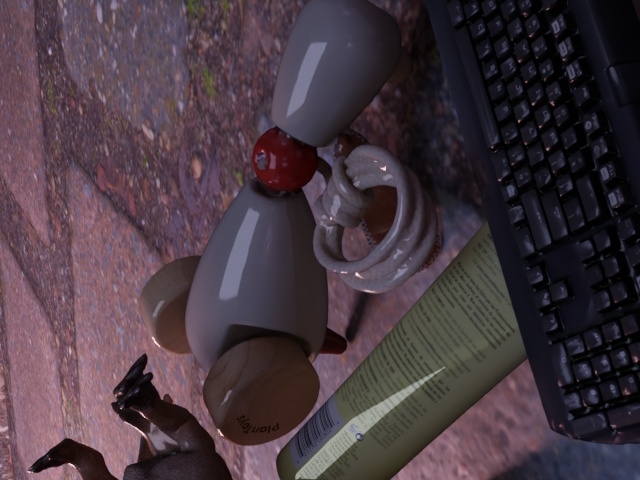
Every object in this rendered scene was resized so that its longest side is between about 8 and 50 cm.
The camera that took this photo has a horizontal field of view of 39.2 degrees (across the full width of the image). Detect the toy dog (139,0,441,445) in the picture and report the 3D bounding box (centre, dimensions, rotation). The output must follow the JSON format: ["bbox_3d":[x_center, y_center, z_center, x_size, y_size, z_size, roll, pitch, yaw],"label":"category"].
[{"bbox_3d":[0.000,0.000,0.663,0.334,0.161,0.220,-47,54,38],"label":"toy dog"}]

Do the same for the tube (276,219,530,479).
[{"bbox_3d":[0.070,0.074,0.539,0.070,0.062,0.240,40,107,-2],"label":"tube"}]

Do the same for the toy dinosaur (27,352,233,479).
[{"bbox_3d":[-0.083,0.191,0.585,0.200,0.127,0.295,44,170,-11],"label":"toy dinosaur"}]

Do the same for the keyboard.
[{"bbox_3d":[0.138,-0.068,0.434,0.201,0.033,0.317,-34,64,50],"label":"keyboard"}]
